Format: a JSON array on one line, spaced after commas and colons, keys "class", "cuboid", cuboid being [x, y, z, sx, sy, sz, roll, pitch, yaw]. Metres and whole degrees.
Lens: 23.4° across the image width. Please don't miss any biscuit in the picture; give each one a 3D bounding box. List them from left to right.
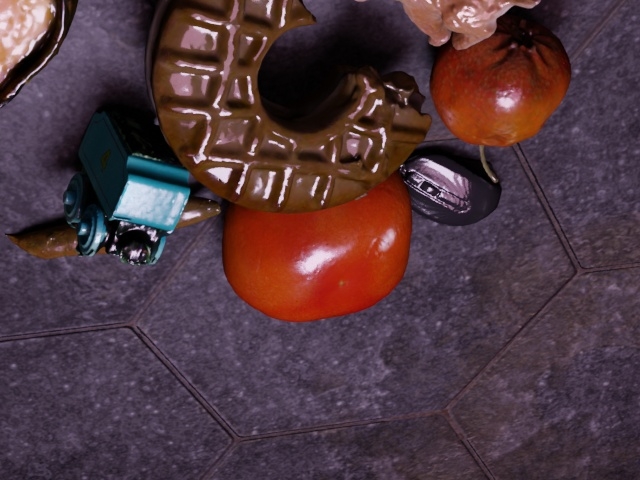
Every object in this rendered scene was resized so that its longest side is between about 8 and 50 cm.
[{"class": "biscuit", "cuboid": [-0.053, -0.172, 1.769, 0.268, 0.115, 0.366, -43, 121, 2]}]

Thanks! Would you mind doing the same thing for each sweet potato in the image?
[{"class": "sweet potato", "cuboid": [-0.261, -0.016, 1.953, 0.274, 0.067, 0.067, -12, 137, 0]}]

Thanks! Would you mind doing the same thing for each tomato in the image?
[{"class": "tomato", "cuboid": [0.001, -0.003, 1.969, 0.260, 0.180, 0.259, -15, 134, -16]}]

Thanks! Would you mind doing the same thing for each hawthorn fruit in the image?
[{"class": "hawthorn fruit", "cuboid": [0.207, -0.163, 1.928, 0.165, 0.165, 0.285, -7, 152, -13]}]

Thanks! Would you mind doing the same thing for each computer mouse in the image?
[{"class": "computer mouse", "cuboid": [0.173, -0.064, 2.053, 0.172, 0.057, 0.099, 19, 122, -31]}]

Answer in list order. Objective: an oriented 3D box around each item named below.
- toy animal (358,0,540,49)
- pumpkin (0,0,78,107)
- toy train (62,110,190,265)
[{"class": "toy animal", "cuboid": [0.129, -0.299, 1.732, 0.185, 0.104, 0.184, 32, 161, -30]}, {"class": "pumpkin", "cuboid": [-0.391, -0.258, 1.544, 0.303, 0.225, 0.256, -10, 128, -4]}, {"class": "toy train", "cuboid": [-0.229, -0.060, 1.828, 0.107, 0.198, 0.154, 12, 116, -30]}]
